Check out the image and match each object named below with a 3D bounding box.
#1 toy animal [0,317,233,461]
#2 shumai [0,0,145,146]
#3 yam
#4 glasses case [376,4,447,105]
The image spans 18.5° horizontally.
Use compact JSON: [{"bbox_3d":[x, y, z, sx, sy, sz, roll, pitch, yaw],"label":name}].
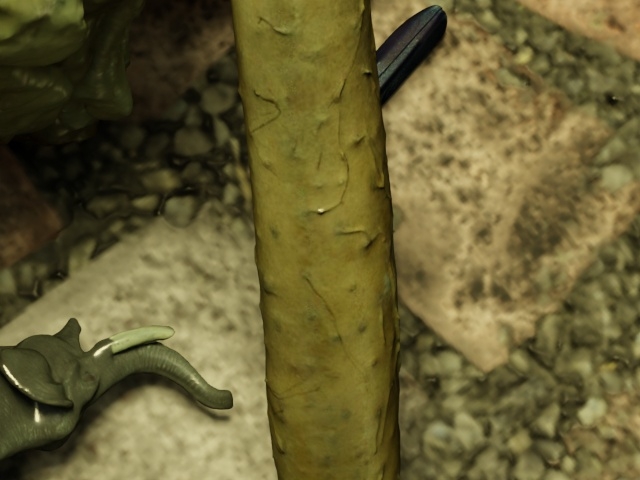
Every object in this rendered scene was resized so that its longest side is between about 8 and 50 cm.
[{"bbox_3d":[-0.190,0.067,1.056,0.269,0.082,0.137,-15,72,-28],"label":"toy animal"},{"bbox_3d":[-0.182,-0.121,0.980,0.309,0.263,0.304,-3,48,-1],"label":"shumai"},{"bbox_3d":[0.000,0.000,0.995,0.083,0.371,0.083,-4,35,3],"label":"yam"},{"bbox_3d":[0.045,-0.110,1.178,0.023,0.033,0.083,35,71,12],"label":"glasses case"}]
